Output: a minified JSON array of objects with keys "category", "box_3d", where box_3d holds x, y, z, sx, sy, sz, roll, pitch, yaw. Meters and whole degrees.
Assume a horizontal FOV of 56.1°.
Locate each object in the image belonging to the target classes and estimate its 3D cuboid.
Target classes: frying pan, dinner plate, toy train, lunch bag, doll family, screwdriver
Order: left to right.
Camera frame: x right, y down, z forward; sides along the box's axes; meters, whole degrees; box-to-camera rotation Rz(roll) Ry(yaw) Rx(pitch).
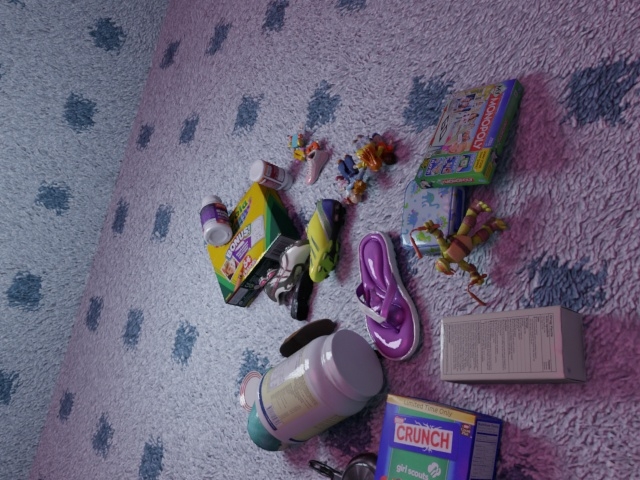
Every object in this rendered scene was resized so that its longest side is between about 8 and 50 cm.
[{"category":"dinner plate","box_3d":[-0.233,0.525,2.084,0.141,0.017,0.141,-20,61,41]},{"category":"toy train","box_3d":[-0.053,-0.350,2.211,0.125,0.046,0.166,-46,49,24]},{"category":"frying pan","box_3d":[0.085,0.649,1.669,0.326,0.053,0.197,36,101,45]},{"category":"doll family","box_3d":[0.123,-0.230,1.911,0.263,0.118,0.163,-50,45,22]},{"category":"screwdriver","box_3d":[0.198,0.326,1.688,0.170,0.024,0.025,-2,103,46]},{"category":"lunch bag","box_3d":[0.316,-0.070,1.660,0.176,0.090,0.219,-8,68,46]}]

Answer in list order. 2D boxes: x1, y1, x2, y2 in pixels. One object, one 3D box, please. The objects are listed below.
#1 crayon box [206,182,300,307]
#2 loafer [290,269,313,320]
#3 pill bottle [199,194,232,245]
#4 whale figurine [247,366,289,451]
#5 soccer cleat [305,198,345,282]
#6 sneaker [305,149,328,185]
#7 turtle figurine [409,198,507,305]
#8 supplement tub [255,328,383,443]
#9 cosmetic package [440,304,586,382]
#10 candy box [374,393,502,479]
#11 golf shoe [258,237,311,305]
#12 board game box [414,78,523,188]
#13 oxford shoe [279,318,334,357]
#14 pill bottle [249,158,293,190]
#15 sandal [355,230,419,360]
[{"category":"crayon box","box_3d":[-0.262,0.013,2.248,0.363,0.106,0.313,-50,45,22]},{"category":"loafer","box_3d":[-0.070,0.182,2.009,0.061,0.062,0.170,0,74,53]},{"category":"pill bottle","box_3d":[-0.401,-0.082,2.284,0.108,0.108,0.193,-46,42,26]},{"category":"whale figurine","box_3d":[-0.168,0.532,1.903,0.272,0.141,0.216,-109,30,-48]},{"category":"soccer cleat","box_3d":[0.001,0.000,1.964,0.121,0.093,0.289,3,70,28]},{"category":"sneaker","box_3d":[-0.032,-0.263,2.132,0.134,0.070,0.051,-59,44,15]},{"category":"turtle figurine","box_3d":[0.369,0.018,1.528,0.217,0.269,0.087,-46,5,-2]},{"category":"supplement tub","box_3d":[-0.006,0.415,1.711,0.325,0.235,0.235,-39,50,31]},{"category":"cosmetic package","box_3d":[0.434,0.249,1.389,0.309,0.113,0.160,-12,66,44]},{"category":"candy box","box_3d":[0.270,0.553,1.443,0.268,0.122,0.317,-1,74,48]},{"category":"golf shoe","box_3d":[-0.095,0.105,2.054,0.273,0.105,0.120,-50,60,30]},{"category":"board game box","box_3d":[0.399,-0.284,1.617,0.213,0.046,0.317,-2,56,47]},{"category":"oxford shoe","box_3d":[-0.041,0.297,1.930,0.212,0.076,0.076,-31,14,24]},{"category":"pill bottle","box_3d":[-0.179,-0.237,2.219,0.086,0.152,0.086,-21,61,42]},{"category":"sandal","box_3d":[0.162,0.153,1.729,0.169,0.102,0.416,-38,49,32]}]
